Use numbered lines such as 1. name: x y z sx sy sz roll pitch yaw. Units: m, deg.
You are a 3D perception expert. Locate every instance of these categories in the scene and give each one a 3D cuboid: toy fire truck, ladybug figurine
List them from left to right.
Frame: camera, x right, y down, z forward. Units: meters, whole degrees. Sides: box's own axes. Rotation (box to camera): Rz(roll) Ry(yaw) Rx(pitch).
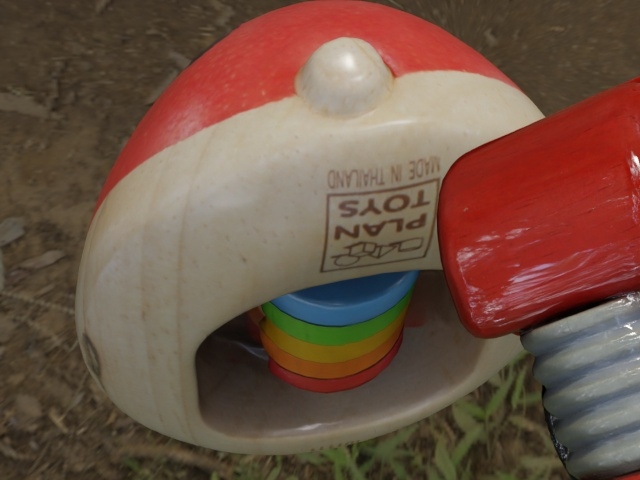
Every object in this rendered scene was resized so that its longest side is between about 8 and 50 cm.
1. ladybug figurine: 0.000 0.000 0.780 0.305 0.449 0.162 -8 64 -10
2. toy fire truck: 0.087 0.062 0.437 0.158 0.246 0.217 -22 82 28
